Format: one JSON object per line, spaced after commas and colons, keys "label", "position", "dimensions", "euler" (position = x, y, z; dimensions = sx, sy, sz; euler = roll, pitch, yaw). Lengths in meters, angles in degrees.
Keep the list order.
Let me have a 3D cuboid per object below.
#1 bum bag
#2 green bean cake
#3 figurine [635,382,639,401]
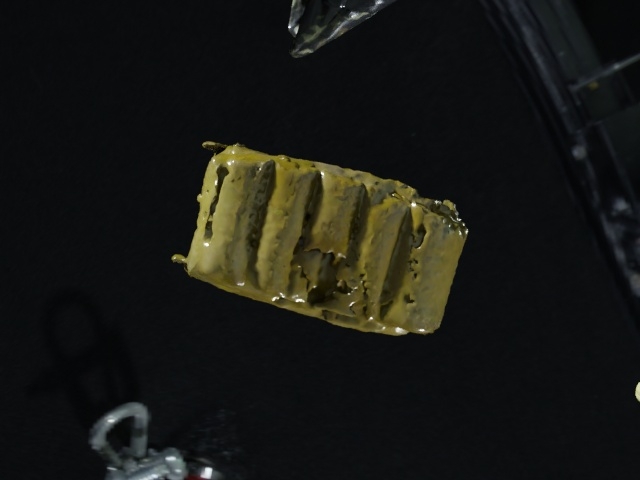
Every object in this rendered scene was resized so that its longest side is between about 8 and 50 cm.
{"label": "bum bag", "position": [0.056, -0.186, 0.716], "dimensions": [0.069, 0.248, 0.102], "euler": [24, -130, -28]}
{"label": "green bean cake", "position": [0.000, 0.000, 1.011], "dimensions": [0.224, 0.230, 0.131], "euler": [15, -87, 0]}
{"label": "figurine", "position": [0.403, 0.142, 1.142], "dimensions": [0.083, 0.187, 0.083], "euler": [13, -104, -60]}
